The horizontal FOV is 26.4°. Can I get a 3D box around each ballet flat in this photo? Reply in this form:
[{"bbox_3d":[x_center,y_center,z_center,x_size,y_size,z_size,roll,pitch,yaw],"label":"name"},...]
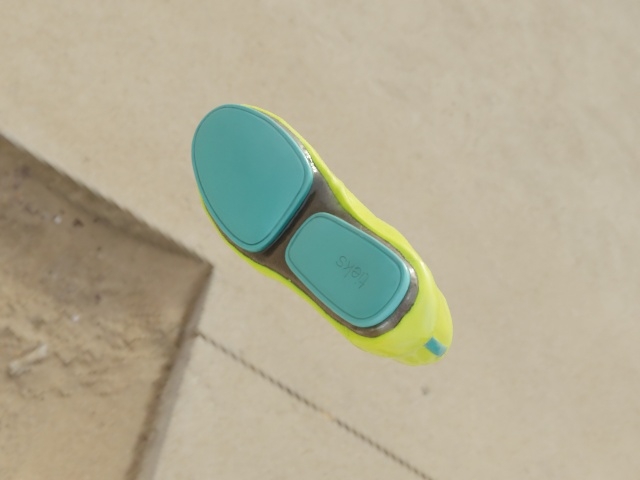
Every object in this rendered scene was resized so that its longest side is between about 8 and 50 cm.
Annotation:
[{"bbox_3d":[0.000,0.000,0.792,0.077,0.077,0.231,37,6,-45],"label":"ballet flat"}]
